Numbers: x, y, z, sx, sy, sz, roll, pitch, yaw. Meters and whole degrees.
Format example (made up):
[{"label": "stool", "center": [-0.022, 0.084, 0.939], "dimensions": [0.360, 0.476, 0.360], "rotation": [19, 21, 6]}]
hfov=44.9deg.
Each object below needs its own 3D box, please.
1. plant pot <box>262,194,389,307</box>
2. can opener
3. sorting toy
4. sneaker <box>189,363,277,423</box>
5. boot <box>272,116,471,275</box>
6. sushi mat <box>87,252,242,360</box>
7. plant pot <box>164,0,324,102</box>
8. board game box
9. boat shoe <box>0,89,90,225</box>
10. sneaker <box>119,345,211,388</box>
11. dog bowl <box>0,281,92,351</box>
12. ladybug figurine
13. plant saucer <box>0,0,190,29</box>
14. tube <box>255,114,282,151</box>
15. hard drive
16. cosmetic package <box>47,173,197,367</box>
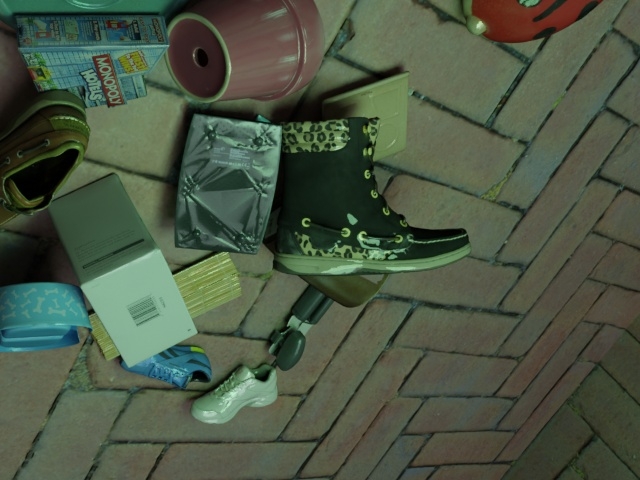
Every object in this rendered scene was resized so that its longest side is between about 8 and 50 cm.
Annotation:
[{"label": "plant pot", "center": [0.000, 0.000, 1.567], "dimensions": [0.230, 0.215, 0.215], "rotation": [23, 111, -30]}, {"label": "can opener", "center": [-0.015, 0.177, 1.773], "dimensions": [0.076, 0.095, 0.283], "rotation": [21, 112, -46]}, {"label": "sorting toy", "center": [0.087, -0.230, 1.537], "dimensions": [0.193, 0.038, 0.208], "rotation": [-23, 141, -19]}, {"label": "sneaker", "center": [-0.201, 0.343, 1.803], "dimensions": [0.232, 0.090, 0.115], "rotation": [-17, 128, -37]}, {"label": "boot", "center": [0.094, -0.085, 1.427], "dimensions": [0.377, 0.138, 0.284], "rotation": [-3, 96, -7]}, {"label": "sushi mat", "center": [-0.312, 0.130, 1.567], "dimensions": [0.317, 0.019, 0.151], "rotation": [-26, 138, -15]}, {"label": "plant pot", "center": [-0.125, -0.292, 1.152], "dimensions": [0.180, 0.201, 0.201], "rotation": [-34, 146, -45]}, {"label": "board game box", "center": [-0.310, -0.253, 1.113], "dimensions": [0.194, 0.060, 0.194], "rotation": [-12, 157, -8]}, {"label": "boat shoe", "center": [-0.451, -0.090, 1.142], "dimensions": [0.111, 0.104, 0.307], "rotation": [12, 138, -46]}, {"label": "sneaker", "center": [-0.319, 0.269, 1.633], "dimensions": [0.209, 0.082, 0.069], "rotation": [10, 130, -42]}, {"label": "dog bowl", "center": [-0.478, 0.131, 1.288], "dimensions": [0.166, 0.074, 0.297], "rotation": [0, 166, -26]}, {"label": "ladybug figurine", "center": [0.460, -0.534, 1.444], "dimensions": [0.449, 0.162, 0.305], "rotation": [-44, 139, 5]}, {"label": "plant saucer", "center": [-0.302, -0.355, 1.023], "dimensions": [0.318, 0.043, 0.317], "rotation": [-14, 157, -6]}, {"label": "tube", "center": [-0.139, -0.129, 1.445], "dimensions": [0.080, 0.052, 0.207], "rotation": [25, 106, -36]}, {"label": "hard drive", "center": [-0.169, -0.102, 1.388], "dimensions": [0.172, 0.054, 0.254], "rotation": [5, 114, -16]}, {"label": "cosmetic package", "center": [-0.338, 0.051, 1.319], "dimensions": [0.138, 0.224, 0.224], "rotation": [-26, 137, -13]}]
